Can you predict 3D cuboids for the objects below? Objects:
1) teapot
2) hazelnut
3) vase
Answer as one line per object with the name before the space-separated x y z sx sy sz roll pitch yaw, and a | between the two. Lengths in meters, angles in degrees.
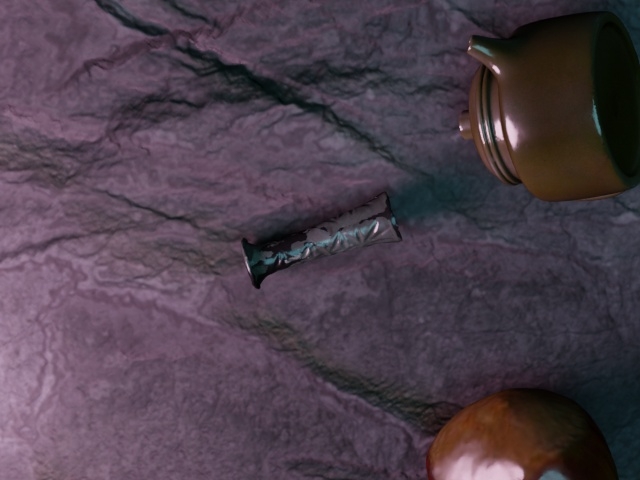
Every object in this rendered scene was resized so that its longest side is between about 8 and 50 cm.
teapot | 0.231 -0.123 1.412 0.175 0.186 0.268 -5 142 31
hazelnut | 0.230 0.257 1.521 0.210 0.210 0.186 1 78 -5
vase | 0.000 0.000 1.477 0.167 0.059 0.059 -18 107 1
